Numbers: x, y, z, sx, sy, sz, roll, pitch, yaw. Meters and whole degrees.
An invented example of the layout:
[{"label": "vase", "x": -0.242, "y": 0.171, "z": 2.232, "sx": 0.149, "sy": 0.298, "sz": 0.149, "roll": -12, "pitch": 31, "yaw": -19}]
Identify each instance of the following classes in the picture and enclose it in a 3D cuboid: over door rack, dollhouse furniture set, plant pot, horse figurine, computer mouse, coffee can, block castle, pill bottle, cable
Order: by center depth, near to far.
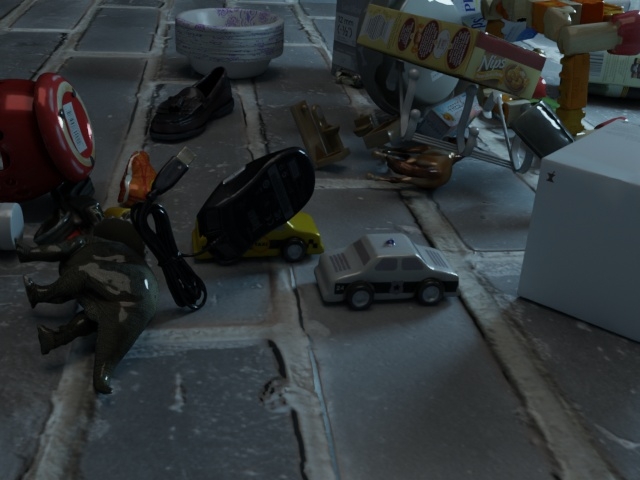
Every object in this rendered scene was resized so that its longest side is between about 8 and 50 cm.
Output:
[{"label": "computer mouse", "x": -0.126, "y": -0.058, "z": 0.989, "sx": 0.060, "sy": 0.184, "sz": 0.262, "roll": 22, "pitch": 59, "yaw": 43}, {"label": "pill bottle", "x": -0.483, "y": -0.019, "z": 1.079, "sx": 0.137, "sy": 0.078, "sz": 0.078, "roll": 1, "pitch": 25, "yaw": -5}, {"label": "cable", "x": -0.365, "y": -0.030, "z": 1.178, "sx": 0.140, "sy": 0.072, "sz": 0.287, "roll": -30, "pitch": 24, "yaw": -20}, {"label": "plant pot", "x": -0.446, "y": -0.156, "z": 1.200, "sx": 0.174, "sy": 0.191, "sz": 0.191, "roll": -13, "pitch": 25, "yaw": 3}, {"label": "horse figurine", "x": 0.182, "y": -0.144, "z": 1.435, "sx": 0.175, "sy": 0.066, "sz": 0.263, "roll": 7, "pitch": 20, "yaw": 12}, {"label": "dollhouse furniture set", "x": 0.056, "y": -0.229, "z": 1.471, "sx": 0.151, "sy": 0.123, "sz": 0.144, "roll": -15, "pitch": 14, "yaw": 29}, {"label": "over door rack", "x": 0.256, "y": -0.254, "z": 1.475, "sx": 0.240, "sy": 0.108, "sz": 0.324, "roll": 15, "pitch": 29, "yaw": -9}, {"label": "block castle", "x": 0.518, "y": -0.376, "z": 1.702, "sx": 0.213, "sy": 0.302, "sz": 0.453, "roll": -9, "pitch": 27, "yaw": -10}, {"label": "coffee can", "x": 0.769, "y": -0.464, "z": 2.027, "sx": 0.276, "sy": 0.201, "sz": 0.201, "roll": 9, "pitch": 26, "yaw": 13}]

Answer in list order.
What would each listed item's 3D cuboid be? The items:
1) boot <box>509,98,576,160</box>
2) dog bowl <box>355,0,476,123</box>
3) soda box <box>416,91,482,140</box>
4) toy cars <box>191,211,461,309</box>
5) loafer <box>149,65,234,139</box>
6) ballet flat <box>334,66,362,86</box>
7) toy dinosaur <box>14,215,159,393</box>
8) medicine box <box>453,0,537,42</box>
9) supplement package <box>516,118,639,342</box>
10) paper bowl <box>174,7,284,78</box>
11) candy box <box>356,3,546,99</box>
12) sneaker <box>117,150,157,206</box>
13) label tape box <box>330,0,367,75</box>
[{"label": "boot", "x": 0.433, "y": -0.153, "z": 1.361, "sx": 0.208, "sy": 0.076, "sz": 0.190, "roll": 49, "pitch": 40, "yaw": 12}, {"label": "dog bowl", "x": 0.215, "y": -0.425, "z": 1.742, "sx": 0.349, "sy": 0.348, "sz": 0.102, "roll": -20, "pitch": 21, "yaw": -40}, {"label": "soda box", "x": 0.273, "y": -0.257, "z": 1.671, "sx": 0.058, "sy": 0.063, "sz": 0.183, "roll": 46, "pitch": 37, "yaw": 9}, {"label": "toy cars", "x": 0.000, "y": 0.000, "z": 1.084, "sx": 0.394, "sy": 0.087, "sz": 0.176, "roll": 16, "pitch": 28, "yaw": 26}, {"label": "loafer", "x": -0.271, "y": -0.293, "z": 1.665, "sx": 0.109, "sy": 0.095, "sz": 0.302, "roll": 10, "pitch": 26, "yaw": 15}, {"label": "ballet flat", "x": 0.063, "y": -0.422, "z": 2.050, "sx": 0.041, "sy": 0.041, "sz": 0.114, "roll": -16, "pitch": 31, "yaw": -35}, {"label": "toy dinosaur", "x": -0.254, "y": 0.051, "z": 0.912, "sx": 0.161, "sy": 0.120, "sz": 0.313, "roll": -15, "pitch": 27, "yaw": -21}, {"label": "medicine box", "x": 0.420, "y": -0.598, "z": 2.000, "sx": 0.290, "sy": 0.149, "sz": 0.263, "roll": -13, "pitch": -8, "yaw": -1}, {"label": "supplement package", "x": 0.421, "y": -0.023, "z": 1.052, "sx": 0.199, "sy": 0.197, "sz": 0.263, "roll": 22, "pitch": 31, "yaw": 34}, {"label": "paper bowl", "x": -0.238, "y": -0.515, "z": 2.080, "sx": 0.285, "sy": 0.148, "sz": 0.284, "roll": 3, "pitch": 25, "yaw": -2}, {"label": "candy box", "x": 0.234, "y": -0.354, "z": 1.469, "sx": 0.183, "sy": 0.087, "sz": 0.316, "roll": 7, "pitch": 18, "yaw": -37}, {"label": "sneaker", "x": -0.293, "y": -0.095, "z": 1.304, "sx": 0.068, "sy": 0.064, "sz": 0.175, "roll": 17, "pitch": 26, "yaw": -18}, {"label": "label tape box", "x": 0.150, "y": -0.572, "z": 2.012, "sx": 0.115, "sy": 0.347, "sz": 0.249, "roll": -15, "pitch": 31, "yaw": -33}]
